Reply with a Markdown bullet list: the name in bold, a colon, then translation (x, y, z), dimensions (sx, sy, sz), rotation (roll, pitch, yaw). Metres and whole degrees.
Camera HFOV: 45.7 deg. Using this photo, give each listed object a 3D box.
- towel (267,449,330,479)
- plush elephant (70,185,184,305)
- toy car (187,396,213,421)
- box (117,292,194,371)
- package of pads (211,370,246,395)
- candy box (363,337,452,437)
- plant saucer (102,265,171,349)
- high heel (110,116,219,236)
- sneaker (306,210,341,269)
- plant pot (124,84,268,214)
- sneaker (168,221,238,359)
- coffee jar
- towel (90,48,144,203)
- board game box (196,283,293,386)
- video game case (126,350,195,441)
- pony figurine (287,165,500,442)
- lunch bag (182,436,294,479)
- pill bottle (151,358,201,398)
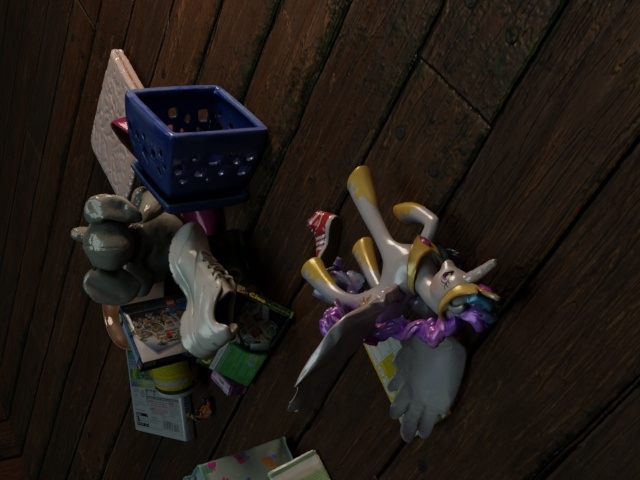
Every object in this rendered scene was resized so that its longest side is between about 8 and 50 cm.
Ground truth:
- **towel**: translation (-0.026, 0.512, 1.526), dimensions (0.152, 0.113, 0.023), rotation (58, 163, 27)
- **plush elephant**: translation (-0.462, 0.007, 1.786), dimensions (0.330, 0.255, 0.272), rotation (15, 95, 51)
- **toy car**: translation (-0.300, 0.432, 1.938), dimensions (0.040, 0.060, 0.122), rotation (36, 158, -8)
- **box**: translation (-0.334, 0.204, 1.772), dimensions (0.159, 0.233, 0.044), rotation (59, 142, 30)
- **package of pads**: translation (-0.215, 0.332, 1.787), dimensions (0.083, 0.050, 0.032), rotation (32, 114, 46)
- **candy box**: translation (0.145, 0.232, 1.325), dimensions (0.105, 0.027, 0.206), rotation (-46, 59, 41)
- **plant saucer**: translation (-0.484, 0.134, 2.022), dimensions (0.310, 0.050, 0.311), rotation (-9, 77, 45)
- **high heel**: translation (-0.373, -0.139, 1.819), dimensions (0.127, 0.181, 0.377), rotation (-52, 55, 41)
- **sneaker**: translation (0.000, 0.000, 1.469), dimensions (0.067, 0.042, 0.118), rotation (27, 108, 43)
- **plant pot**: translation (-0.282, -0.195, 1.662), dimensions (0.236, 0.236, 0.212), rotation (44, 133, 39)
- **sneaker**: translation (-0.230, 0.091, 1.577), dimensions (0.129, 0.111, 0.297), rotation (-30, 65, 34)
- **coffee jar**: translation (-0.199, 0.073, 1.692), dimensions (0.079, 0.096, 0.184), rotation (87, 168, -77)
- **towel**: translation (-0.552, -0.311, 2.135), dimensions (0.317, 0.053, 0.332), rotation (56, 135, 30)
- **board game box**: translation (-0.169, 0.213, 1.661), dimensions (0.260, 0.136, 0.030), rotation (-58, 10, 38)
- **video game case**: translation (-0.454, 0.392, 2.119), dimensions (0.329, 0.036, 0.300), rotation (-10, 87, 53)
- **pony figurine**: translation (0.104, 0.103, 1.190), dimensions (0.351, 0.302, 0.363), rotation (-62, 36, 18)
- **lunch bag**: translation (-0.136, 0.574, 1.577), dimensions (0.160, 0.223, 0.262), rotation (-49, 59, 50)
- **pill bottle**: translation (-0.371, 0.276, 1.885), dimensions (0.119, 0.119, 0.209), rotation (26, 132, 48)
